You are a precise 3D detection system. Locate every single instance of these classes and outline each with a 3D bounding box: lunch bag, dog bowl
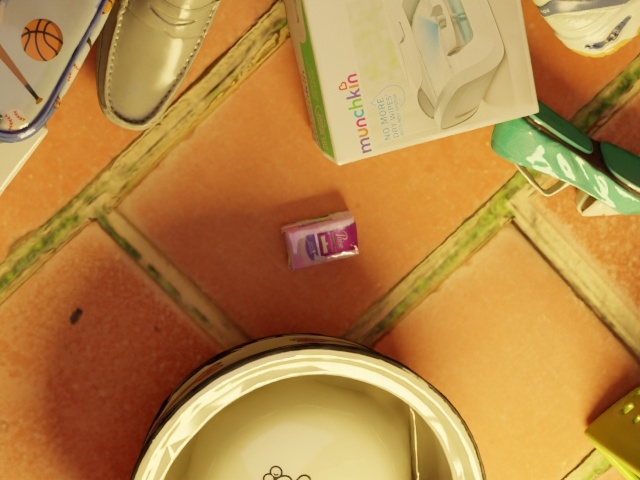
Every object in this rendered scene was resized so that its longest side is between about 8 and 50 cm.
[{"bbox_3d":[-0.320,-0.247,1.683,0.243,0.115,0.303,30,83,-19],"label":"lunch bag"},{"bbox_3d":[-0.027,0.285,2.026,0.408,0.150,0.408,-3,108,-11],"label":"dog bowl"}]

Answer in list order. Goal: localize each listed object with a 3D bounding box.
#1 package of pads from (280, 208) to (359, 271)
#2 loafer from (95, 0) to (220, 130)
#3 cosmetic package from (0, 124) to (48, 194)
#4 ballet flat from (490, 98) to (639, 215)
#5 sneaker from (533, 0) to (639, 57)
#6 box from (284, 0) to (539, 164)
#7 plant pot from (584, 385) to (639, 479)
[{"bbox_3d":[0.000,0.000,2.006,0.083,0.032,0.050,-13,112,-8],"label":"package of pads"},{"bbox_3d":[-0.154,-0.261,1.849,0.112,0.111,0.319,14,103,-16],"label":"loafer"},{"bbox_3d":[-0.483,-0.155,1.790,0.385,0.156,0.217,39,96,-21],"label":"cosmetic package"},{"bbox_3d":[0.293,-0.078,2.031,0.247,0.083,0.087,28,123,-18],"label":"ballet flat"},{"bbox_3d":[0.350,-0.332,1.921,0.296,0.112,0.131,-47,125,6],"label":"sneaker"},{"bbox_3d":[0.084,-0.242,1.903,0.231,0.127,0.262,-15,110,-10],"label":"box"},{"bbox_3d":[0.480,0.250,2.091,0.207,0.228,0.227,-47,110,-4],"label":"plant pot"}]
